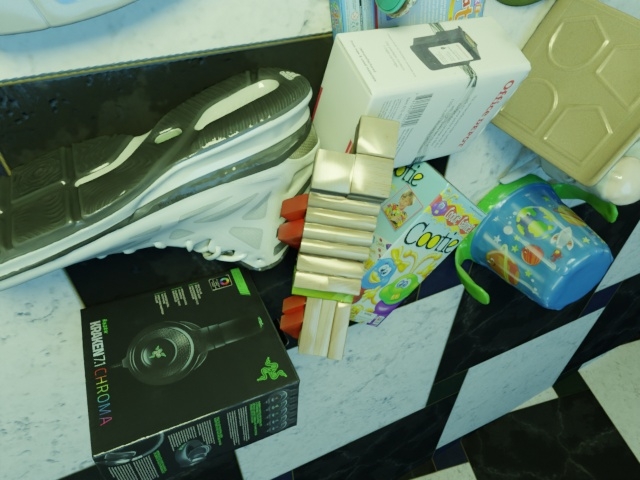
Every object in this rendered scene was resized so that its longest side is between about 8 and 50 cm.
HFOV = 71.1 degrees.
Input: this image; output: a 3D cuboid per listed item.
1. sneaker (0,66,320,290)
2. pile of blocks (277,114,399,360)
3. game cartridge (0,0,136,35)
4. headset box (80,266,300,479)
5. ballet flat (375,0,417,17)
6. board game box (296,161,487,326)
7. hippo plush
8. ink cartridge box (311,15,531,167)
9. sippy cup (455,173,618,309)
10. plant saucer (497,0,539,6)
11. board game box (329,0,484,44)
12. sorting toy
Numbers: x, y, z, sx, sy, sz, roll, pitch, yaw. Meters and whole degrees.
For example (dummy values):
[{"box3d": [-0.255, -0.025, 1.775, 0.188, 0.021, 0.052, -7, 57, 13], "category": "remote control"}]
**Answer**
[{"box3d": [-0.184, -0.007, 0.562, 0.448, 0.169, 0.257, -28, 136, -11], "category": "sneaker"}, {"box3d": [0.000, 0.000, 0.586, 0.113, 0.148, 0.362, 9, 125, -5], "category": "pile of blocks"}, {"box3d": [-0.203, -0.303, 0.367, 0.297, 0.062, 0.198, -30, 134, -5], "category": "game cartridge"}, {"box3d": [-0.189, 0.191, 0.682, 0.283, 0.246, 0.131, -14, 134, -20], "category": "headset box"}, {"box3d": [0.092, -0.358, 0.445, 0.077, 0.091, 0.240, -26, 124, -32], "category": "ballet flat"}, {"box3d": [0.115, -0.004, 0.768, 0.142, 0.144, 0.275, 24, 114, -44], "category": "board game box"}, {"box3d": [0.489, -0.220, 0.770, 0.235, 0.294, 0.236, -23, 114, -14], "category": "hippo plush"}, {"box3d": [0.122, -0.185, 0.596, 0.237, 0.100, 0.172, -17, 159, -21], "category": "ink cartridge box"}, {"box3d": [0.458, 0.015, 0.940, 0.240, 0.224, 0.305, 12, 120, -39], "category": "sippy cup"}, {"box3d": [0.311, -0.430, 0.580, 0.241, 0.037, 0.240, -17, 135, -17], "category": "plant saucer"}, {"box3d": [0.114, -0.309, 0.566, 0.212, 0.039, 0.160, -22, 136, -11], "category": "board game box"}, {"box3d": [0.406, -0.261, 0.644, 0.041, 0.229, 0.307, -3, 133, -46], "category": "sorting toy"}]
